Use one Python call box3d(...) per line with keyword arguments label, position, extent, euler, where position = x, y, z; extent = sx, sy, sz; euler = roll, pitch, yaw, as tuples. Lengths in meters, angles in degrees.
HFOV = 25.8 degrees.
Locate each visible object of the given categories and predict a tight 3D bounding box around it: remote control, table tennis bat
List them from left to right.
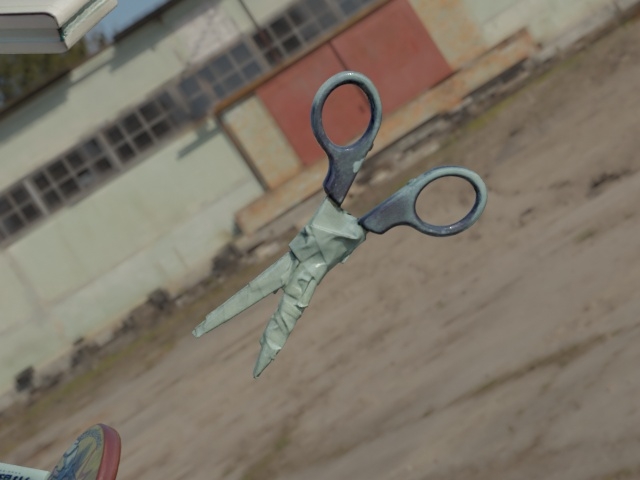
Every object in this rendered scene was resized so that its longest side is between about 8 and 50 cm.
box3d(label="remote control", position=(-0.360, -0.243, 1.507), extent=(0.277, 0.055, 0.103), euler=(3, 38, 29))
box3d(label="table tennis bat", position=(-0.358, 0.422, 1.810), extent=(0.268, 0.051, 0.414), euler=(-35, 30, 50))

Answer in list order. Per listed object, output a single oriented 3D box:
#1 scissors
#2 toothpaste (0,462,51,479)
box3d(label="scissors", position=(0.000, 0.000, 1.723), extent=(0.383, 0.256, 0.029), euler=(-47, 9, 1))
box3d(label="toothpaste", position=(-0.512, 0.349, 2.061), extent=(0.297, 0.074, 0.048), euler=(7, -18, 8))
